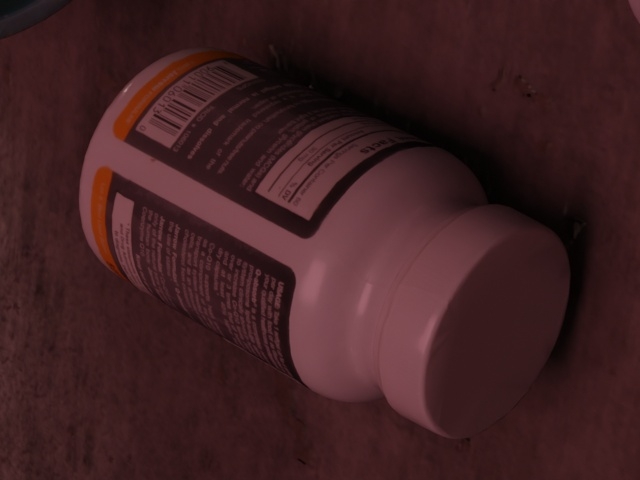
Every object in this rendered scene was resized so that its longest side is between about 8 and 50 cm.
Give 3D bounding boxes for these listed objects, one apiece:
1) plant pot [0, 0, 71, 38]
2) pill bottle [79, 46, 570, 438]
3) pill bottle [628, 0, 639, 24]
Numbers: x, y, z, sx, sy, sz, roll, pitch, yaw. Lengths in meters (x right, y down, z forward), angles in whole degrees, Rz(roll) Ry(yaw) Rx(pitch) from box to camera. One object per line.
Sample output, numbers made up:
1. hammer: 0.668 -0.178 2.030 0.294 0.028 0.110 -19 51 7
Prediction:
1. plant pot: -0.334 -0.301 1.304 0.334 0.341 0.341 10 111 50
2. pill bottle: 0.000 0.000 1.179 0.278 0.162 0.162 28 123 35
3. pill bottle: 0.243 -0.134 0.928 0.180 0.108 0.108 14 114 41
